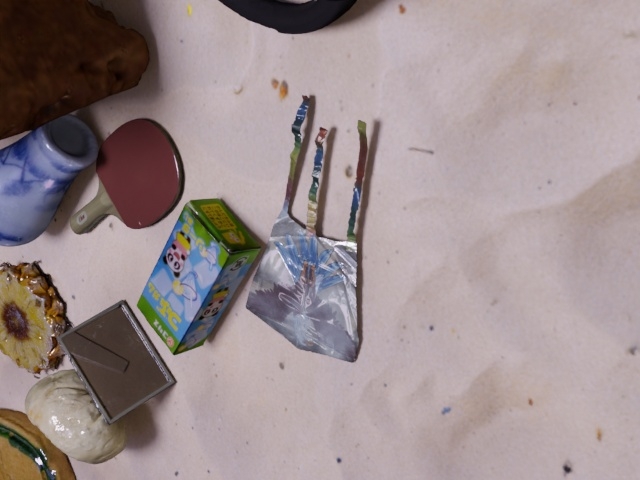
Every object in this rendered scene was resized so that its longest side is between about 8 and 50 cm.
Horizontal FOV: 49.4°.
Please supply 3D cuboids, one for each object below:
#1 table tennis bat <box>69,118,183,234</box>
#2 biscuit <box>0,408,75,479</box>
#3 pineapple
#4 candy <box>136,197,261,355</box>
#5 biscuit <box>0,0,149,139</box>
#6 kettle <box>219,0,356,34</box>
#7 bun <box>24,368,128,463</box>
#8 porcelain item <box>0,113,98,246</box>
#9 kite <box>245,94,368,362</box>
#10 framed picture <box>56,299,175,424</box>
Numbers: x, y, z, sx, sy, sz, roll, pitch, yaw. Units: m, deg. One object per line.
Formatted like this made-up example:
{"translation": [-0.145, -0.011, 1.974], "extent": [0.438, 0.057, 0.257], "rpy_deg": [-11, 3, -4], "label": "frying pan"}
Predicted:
{"translation": [-0.280, -0.073, 0.980], "extent": [0.246, 0.022, 0.138], "rpy_deg": [-30, 85, 34], "label": "table tennis bat"}
{"translation": [-0.584, 0.454, 1.307], "extent": [0.343, 0.057, 0.288], "rpy_deg": [0, 104, 34], "label": "biscuit"}
{"translation": [-0.501, 0.133, 1.167], "extent": [0.221, 0.047, 0.221], "rpy_deg": [11, 111, 31], "label": "pineapple"}
{"translation": [-0.162, 0.048, 0.902], "extent": [0.097, 0.062, 0.195], "rpy_deg": [47, 123, 21], "label": "candy"}
{"translation": [-0.459, -0.205, 0.859], "extent": [0.394, 0.342, 0.167], "rpy_deg": [-1, 113, 33], "label": "biscuit"}
{"translation": [-0.054, -0.353, 0.667], "extent": [0.271, 0.250, 0.207], "rpy_deg": [30, 88, 31], "label": "kettle"}
{"translation": [-0.360, 0.263, 1.054], "extent": [0.164, 0.111, 0.188], "rpy_deg": [46, 160, -8], "label": "bun"}
{"translation": [-0.431, -0.082, 1.009], "extent": [0.259, 0.141, 0.141], "rpy_deg": [-32, 85, 28], "label": "porcelain item"}
{"translation": [0.001, -0.001, 0.813], "extent": [0.169, 0.015, 0.310], "rpy_deg": [28, 121, 26], "label": "kite"}
{"translation": [-0.296, 0.174, 1.010], "extent": [0.149, 0.109, 0.011], "rpy_deg": [56, 155, 9], "label": "framed picture"}
